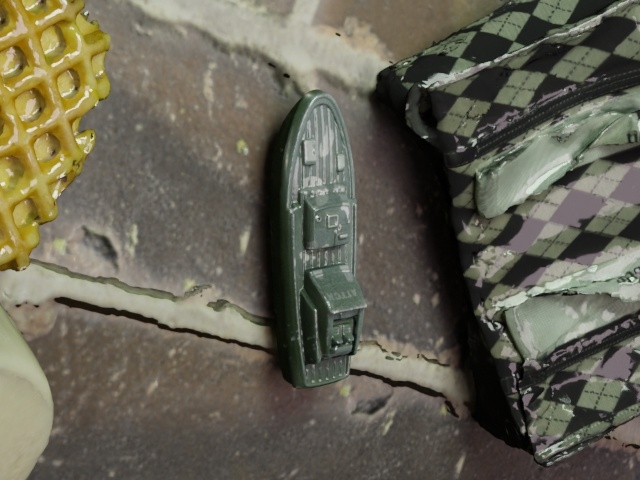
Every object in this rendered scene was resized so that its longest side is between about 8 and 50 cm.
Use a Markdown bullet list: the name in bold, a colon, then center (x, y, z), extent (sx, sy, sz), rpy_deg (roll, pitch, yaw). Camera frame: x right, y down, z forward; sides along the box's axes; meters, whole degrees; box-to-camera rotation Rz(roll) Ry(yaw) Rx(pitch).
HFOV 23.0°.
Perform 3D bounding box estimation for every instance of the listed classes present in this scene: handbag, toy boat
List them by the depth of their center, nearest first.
- **toy boat**: center (0.000, 0.000, 1.356), extent (0.078, 0.085, 0.260), rpy_deg (-9, 105, -36)
- **handbag**: center (0.236, -0.031, 1.494), extent (0.317, 0.180, 0.416), rpy_deg (-24, 114, -20)

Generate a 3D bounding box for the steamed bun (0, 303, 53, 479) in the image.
- **steamed bun**: center (-0.413, 0.110, 0.872), extent (0.456, 0.371, 0.290), rpy_deg (-26, 146, -30)

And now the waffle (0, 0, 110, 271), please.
- **waffle**: center (-0.269, -0.100, 1.148), extent (0.245, 0.052, 0.254), rpy_deg (24, 85, -38)
